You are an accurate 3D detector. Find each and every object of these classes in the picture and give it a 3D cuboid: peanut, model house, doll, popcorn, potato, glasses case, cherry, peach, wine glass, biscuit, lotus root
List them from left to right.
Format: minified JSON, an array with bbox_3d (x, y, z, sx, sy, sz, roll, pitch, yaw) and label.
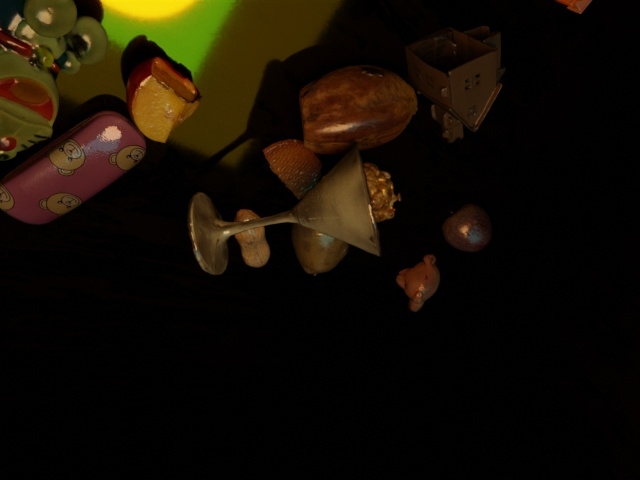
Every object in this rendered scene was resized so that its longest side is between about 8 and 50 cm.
[{"bbox_3d":[-0.500,-0.263,0.668,0.322,0.186,0.198,-50,170,-2],"label":"doll"},{"bbox_3d":[-0.505,-0.143,0.864,0.316,0.076,0.123,-33,139,3],"label":"glasses case"},{"bbox_3d":[-0.313,-0.270,0.817,0.151,0.118,0.151,-47,-178,2],"label":"peach"},{"bbox_3d":[-0.191,-0.002,1.187,0.087,0.087,0.207,-20,138,-11],"label":"peanut"},{"bbox_3d":[-0.077,-0.056,0.979,0.405,0.267,0.267,-10,140,7],"label":"wine glass"},{"bbox_3d":[-0.060,-0.196,1.110,0.126,0.025,0.206,-33,141,5],"label":"biscuit"},{"bbox_3d":[0.000,0.000,1.254,0.174,0.159,0.252,6,121,-1],"label":"potato"},{"bbox_3d":[0.084,-0.307,0.983,0.290,0.193,0.193,-13,137,-11],"label":"lotus root"},{"bbox_3d":[0.138,-0.132,1.192,0.170,0.180,0.180,-3,145,21],"label":"popcorn"},{"bbox_3d":[0.377,0.182,1.699,0.303,0.156,0.201,84,29,-66],"label":"doll"},{"bbox_3d":[0.338,-0.360,1.029,0.204,0.211,0.244,-24,134,-4],"label":"model house"},{"bbox_3d":[0.525,-0.039,1.515,0.176,0.176,0.140,-38,170,10],"label":"cherry"}]

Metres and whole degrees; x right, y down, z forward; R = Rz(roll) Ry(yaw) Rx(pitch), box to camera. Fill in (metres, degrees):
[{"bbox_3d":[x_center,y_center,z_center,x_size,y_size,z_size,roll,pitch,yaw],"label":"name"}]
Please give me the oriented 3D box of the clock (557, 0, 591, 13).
[{"bbox_3d":[0.601,-0.658,0.962,0.255,0.106,0.220,14,123,-40],"label":"clock"}]
